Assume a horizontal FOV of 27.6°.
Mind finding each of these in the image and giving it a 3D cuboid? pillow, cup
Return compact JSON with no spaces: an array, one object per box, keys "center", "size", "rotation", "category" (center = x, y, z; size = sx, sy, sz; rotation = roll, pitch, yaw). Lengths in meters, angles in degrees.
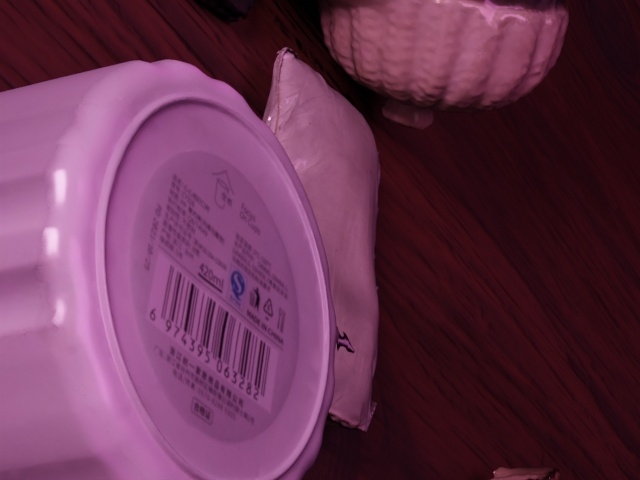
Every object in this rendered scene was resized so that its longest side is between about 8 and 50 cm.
[{"center":[0.000,0.000,0.795],"size":[0.128,0.051,0.229],"rotation":[45,40,-46],"category":"pillow"},{"center":[-0.110,0.011,0.455],"size":[0.167,0.202,0.221],"rotation":[48,41,-43],"category":"cup"}]

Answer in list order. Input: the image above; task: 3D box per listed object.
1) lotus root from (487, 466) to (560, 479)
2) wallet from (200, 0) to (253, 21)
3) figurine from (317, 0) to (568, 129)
[{"center":[0.101,0.241,0.843],"size":[0.260,0.074,0.170],"rotation":[6,74,-60],"category":"lotus root"},{"center":[-0.111,-0.226,0.727],"size":[0.244,0.025,0.124],"rotation":[29,54,-51],"category":"wallet"},{"center":[0.130,-0.222,0.844],"size":[0.204,0.332,0.185],"rotation":[48,21,-8],"category":"figurine"}]
